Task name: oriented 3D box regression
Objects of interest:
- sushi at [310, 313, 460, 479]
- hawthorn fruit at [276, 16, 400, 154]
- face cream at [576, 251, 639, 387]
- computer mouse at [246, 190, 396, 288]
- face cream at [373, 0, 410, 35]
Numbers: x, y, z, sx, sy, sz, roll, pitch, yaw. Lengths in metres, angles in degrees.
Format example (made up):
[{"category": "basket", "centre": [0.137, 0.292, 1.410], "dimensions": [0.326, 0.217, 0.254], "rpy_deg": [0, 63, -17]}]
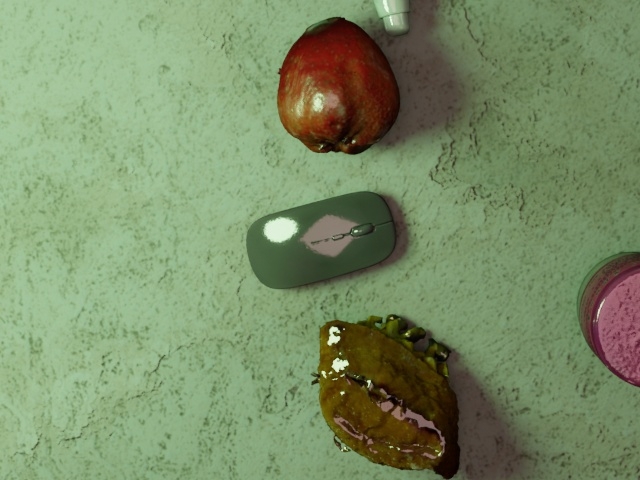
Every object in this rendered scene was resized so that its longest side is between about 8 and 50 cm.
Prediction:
[{"category": "sushi", "centre": [0.110, 0.235, 1.585], "dimensions": [0.296, 0.179, 0.167], "rpy_deg": [32, 115, 4]}, {"category": "hawthorn fruit", "centre": [0.021, -0.228, 1.528], "dimensions": [0.185, 0.185, 0.202], "rpy_deg": [-8, 80, 6]}, {"category": "face cream", "centre": [0.461, 0.108, 1.506], "dimensions": [0.175, 0.195, 0.175], "rpy_deg": [0, 96, 4]}, {"category": "computer mouse", "centre": [-0.001, 0.000, 1.609], "dimensions": [0.232, 0.057, 0.120], "rpy_deg": [-14, 95, 7]}, {"category": "face cream", "centre": [0.089, -0.423, 1.532], "dimensions": [0.101, 0.101, 0.252], "rpy_deg": [-11, 95, 7]}]
